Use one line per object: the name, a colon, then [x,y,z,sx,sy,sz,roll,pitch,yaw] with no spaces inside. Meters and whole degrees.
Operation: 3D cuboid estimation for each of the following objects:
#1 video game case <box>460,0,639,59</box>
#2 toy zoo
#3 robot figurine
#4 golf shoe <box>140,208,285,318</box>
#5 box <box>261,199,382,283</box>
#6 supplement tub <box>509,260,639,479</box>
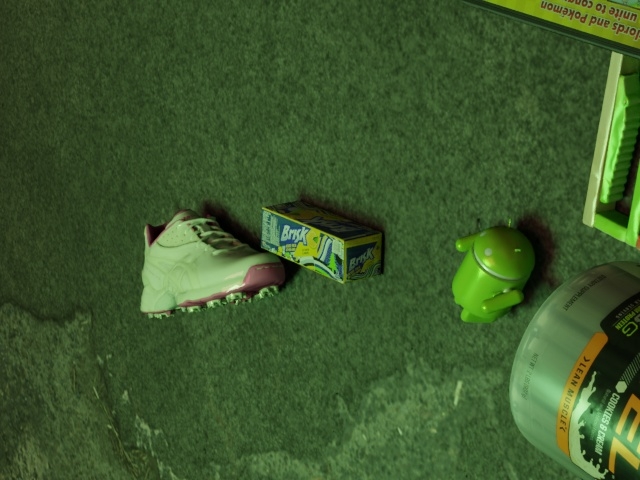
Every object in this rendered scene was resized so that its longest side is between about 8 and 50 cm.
video game case: [0.248,-0.305,1.374,0.275,0.035,0.248,29,114,48]
toy zoo: [0.352,-0.053,1.324,0.293,0.030,0.192,33,125,47]
robot figurine: [0.176,0.033,1.565,0.101,0.067,0.115,-105,29,-43]
golf shoe: [-0.153,0.024,2.000,0.306,0.115,0.140,-10,87,54]
box: [0.000,0.000,1.815,0.169,0.059,0.054,24,119,50]
supplement tub: [0.325,0.159,1.278,0.316,0.193,0.194,32,124,46]
